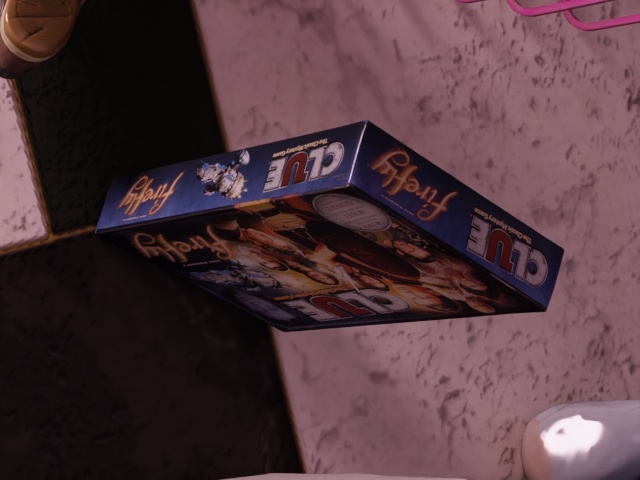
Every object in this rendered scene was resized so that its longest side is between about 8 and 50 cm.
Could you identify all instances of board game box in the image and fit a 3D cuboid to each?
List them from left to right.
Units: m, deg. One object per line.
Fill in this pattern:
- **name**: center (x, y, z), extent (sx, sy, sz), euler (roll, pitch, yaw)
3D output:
- **board game box**: center (0.000, 0.000, 1.011), extent (0.165, 0.243, 0.042), euler (30, 66, -33)

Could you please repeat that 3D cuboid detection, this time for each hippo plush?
- **hippo plush**: center (0.287, 0.209, 1.290), extent (0.236, 0.234, 0.294), euler (44, 60, -58)

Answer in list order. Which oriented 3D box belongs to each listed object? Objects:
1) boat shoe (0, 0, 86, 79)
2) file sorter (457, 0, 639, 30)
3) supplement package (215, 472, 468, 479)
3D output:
- **boat shoe**: center (-0.166, -0.157, 1.022), extent (0.056, 0.049, 0.152), euler (39, 42, -18)
- **file sorter**: center (0.154, -0.267, 1.207), extent (0.291, 0.202, 0.182), euler (6, 82, -40)
- **supplement package**: center (-0.047, 0.218, 0.974), extent (0.203, 0.194, 0.149), euler (0, 85, -40)
